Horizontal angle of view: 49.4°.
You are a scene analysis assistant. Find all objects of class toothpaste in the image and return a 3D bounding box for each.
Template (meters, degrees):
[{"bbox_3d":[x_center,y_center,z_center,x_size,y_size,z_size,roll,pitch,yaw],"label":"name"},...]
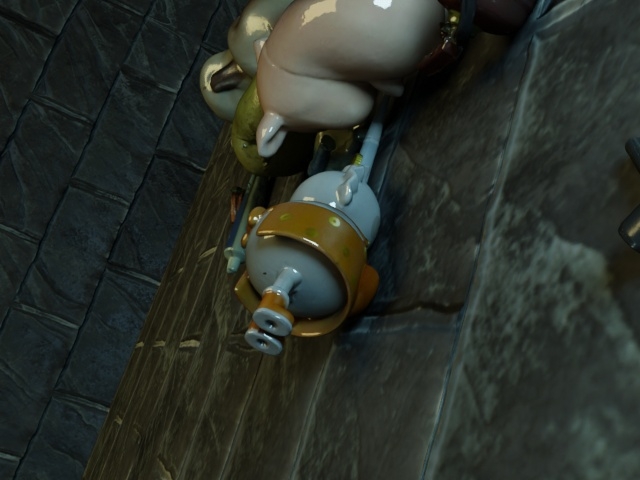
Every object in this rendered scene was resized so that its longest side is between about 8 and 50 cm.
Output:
[{"bbox_3d":[-0.136,-0.050,1.338,0.047,0.069,0.268,-11,48,31],"label":"toothpaste"}]

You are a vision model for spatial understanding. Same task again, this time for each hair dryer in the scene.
[{"bbox_3d":[0.175,-0.032,0.368,0.047,0.026,0.083,-55,16,33],"label":"hair dryer"}]

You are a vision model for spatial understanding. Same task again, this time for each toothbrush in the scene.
[{"bbox_3d":[0.057,-0.098,0.838,0.030,0.025,0.342,-19,49,66],"label":"toothbrush"}]

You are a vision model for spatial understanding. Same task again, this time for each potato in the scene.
[{"bbox_3d":[-0.049,-0.192,1.069,0.169,0.143,0.248,-54,0,-45],"label":"potato"}]

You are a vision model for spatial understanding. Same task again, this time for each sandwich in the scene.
[{"bbox_3d":[-0.156,-0.056,1.385,0.069,0.026,0.101,-10,-80,-74],"label":"sandwich"}]

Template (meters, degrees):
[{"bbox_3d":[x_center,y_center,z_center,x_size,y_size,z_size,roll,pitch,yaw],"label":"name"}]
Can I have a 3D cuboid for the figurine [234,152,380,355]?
[{"bbox_3d":[-0.009,-0.003,0.706,0.143,0.143,0.271,-51,22,43],"label":"figurine"}]

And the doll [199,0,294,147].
[{"bbox_3d":[-0.101,-0.351,1.361,0.215,0.226,0.370,-31,-9,-31],"label":"doll"}]

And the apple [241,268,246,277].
[{"bbox_3d":[-0.059,0.060,0.904,0.090,0.075,0.089,-23,60,48],"label":"apple"}]

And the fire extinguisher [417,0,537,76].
[{"bbox_3d":[0.176,-0.297,0.597,0.341,0.105,0.141,-62,2,15],"label":"fire extinguisher"}]

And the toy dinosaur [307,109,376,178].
[{"bbox_3d":[0.006,-0.126,0.962,0.188,0.075,0.247,131,150,-54],"label":"toy dinosaur"}]

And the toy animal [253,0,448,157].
[{"bbox_3d":[0.023,-0.209,0.776,0.250,0.154,0.166,-33,30,36],"label":"toy animal"}]
